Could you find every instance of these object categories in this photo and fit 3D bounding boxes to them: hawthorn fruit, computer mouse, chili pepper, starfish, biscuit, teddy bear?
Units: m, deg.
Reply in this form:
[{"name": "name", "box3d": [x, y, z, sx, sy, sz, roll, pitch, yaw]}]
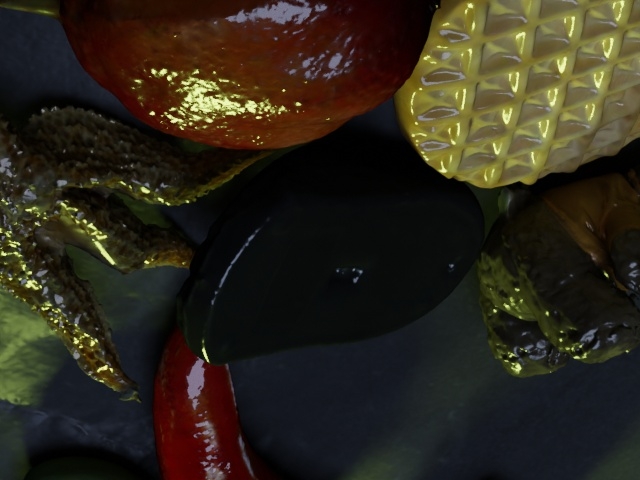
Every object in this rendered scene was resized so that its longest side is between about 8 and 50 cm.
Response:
[{"name": "hawthorn fruit", "box3d": [-0.056, -0.142, 0.916, 0.251, 0.189, 0.189, -9, 132, -7]}, {"name": "computer mouse", "box3d": [0.000, 0.000, 1.092, 0.270, 0.086, 0.137, -6, 128, -49]}, {"name": "chili pepper", "box3d": [-0.042, 0.190, 1.260, 0.137, 0.092, 0.368, -26, 136, 13]}, {"name": "starfish", "box3d": [-0.184, -0.006, 1.054, 0.293, 0.084, 0.301, 24, 114, -32]}, {"name": "biscuit", "box3d": [0.149, -0.108, 1.042, 0.204, 0.040, 0.309, -35, 151, 13]}, {"name": "teddy bear", "box3d": [0.209, 0.006, 1.177, 0.190, 0.140, 0.177, -21, 174, -13]}]

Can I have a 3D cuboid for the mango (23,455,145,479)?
[{"name": "mango", "box3d": [-0.168, 0.243, 1.275, 0.130, 0.092, 0.194, -27, 124, 8]}]
